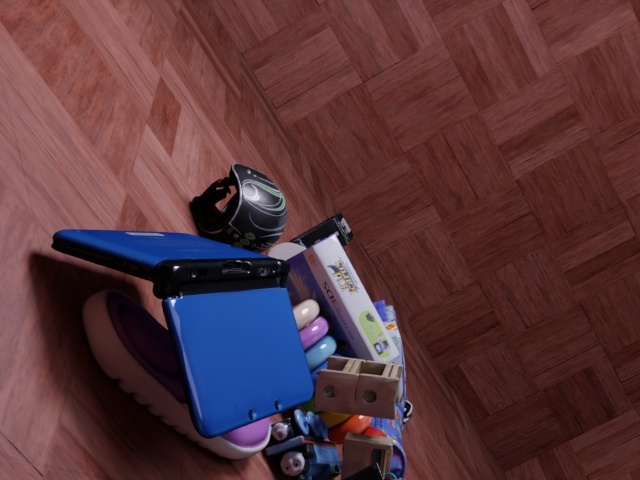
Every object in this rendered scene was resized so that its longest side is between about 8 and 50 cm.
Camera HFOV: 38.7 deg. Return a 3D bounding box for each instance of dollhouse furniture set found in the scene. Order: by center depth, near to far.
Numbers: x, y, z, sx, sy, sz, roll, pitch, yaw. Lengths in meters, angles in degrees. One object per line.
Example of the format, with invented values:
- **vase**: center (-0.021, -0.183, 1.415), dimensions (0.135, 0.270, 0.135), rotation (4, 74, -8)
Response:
- **dollhouse furniture set**: center (0.056, 0.292, 1.463), dimensions (0.129, 0.129, 0.183), rotation (-18, 114, -81)

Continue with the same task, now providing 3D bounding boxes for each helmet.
- **helmet**: center (-0.142, -0.053, 1.710), dimensions (0.161, 0.169, 0.169), rotation (25, 34, -48)

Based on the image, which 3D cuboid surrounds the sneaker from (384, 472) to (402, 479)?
- **sneaker**: center (0.119, 0.503, 1.591), dimensions (0.295, 0.124, 0.178), rotation (49, 24, -48)

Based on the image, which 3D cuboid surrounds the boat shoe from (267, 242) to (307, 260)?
- **boat shoe**: center (-0.003, 0.167, 1.867), dimensions (0.340, 0.127, 0.158), rotation (51, -27, 29)

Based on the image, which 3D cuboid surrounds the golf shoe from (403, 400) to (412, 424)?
- **golf shoe**: center (0.195, 0.441, 2.275), dimensions (0.077, 0.094, 0.198), rotation (63, 7, 18)

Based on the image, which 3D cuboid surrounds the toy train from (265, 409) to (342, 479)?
- **toy train**: center (-0.027, 0.329, 1.438), dimensions (0.184, 0.080, 0.105), rotation (40, 28, -67)

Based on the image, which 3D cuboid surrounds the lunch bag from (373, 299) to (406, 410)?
- **lunch bag**: center (0.141, 0.276, 2.179), dimensions (0.303, 0.115, 0.243), rotation (-90, 175, -81)

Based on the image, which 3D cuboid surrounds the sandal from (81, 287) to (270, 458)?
- **sandal**: center (-0.144, 0.173, 1.167), dimensions (0.416, 0.102, 0.169), rotation (44, 19, -57)

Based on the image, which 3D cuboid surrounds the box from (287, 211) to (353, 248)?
- **box**: center (0.000, 0.000, 2.377), dimensions (0.077, 0.147, 0.180), rotation (60, 10, -3)

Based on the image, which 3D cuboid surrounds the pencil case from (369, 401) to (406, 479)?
- **pencil case**: center (0.112, 0.395, 1.854), dimensions (0.306, 0.119, 0.133), rotation (-74, 158, -78)

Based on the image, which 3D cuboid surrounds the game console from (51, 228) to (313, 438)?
- **game console**: center (-0.155, 0.097, 1.101), dimensions (0.293, 0.250, 0.173), rotation (3, 101, -66)

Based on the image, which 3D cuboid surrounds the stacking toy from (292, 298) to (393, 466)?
- **stacking toy**: center (0.015, 0.272, 1.590), dimensions (0.330, 0.141, 0.141), rotation (58, 9, -1)

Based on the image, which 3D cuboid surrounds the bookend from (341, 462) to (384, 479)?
- **bookend**: center (0.055, 0.419, 1.352), dimensions (0.157, 0.156, 0.072), rotation (52, 12, -48)

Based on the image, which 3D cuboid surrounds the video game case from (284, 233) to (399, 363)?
- **video game case**: center (-0.003, 0.141, 1.686), dimensions (0.269, 0.061, 0.244), rotation (-30, -92, 55)
